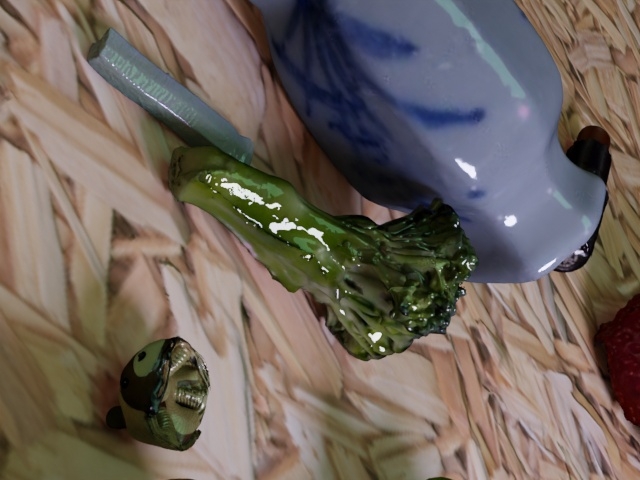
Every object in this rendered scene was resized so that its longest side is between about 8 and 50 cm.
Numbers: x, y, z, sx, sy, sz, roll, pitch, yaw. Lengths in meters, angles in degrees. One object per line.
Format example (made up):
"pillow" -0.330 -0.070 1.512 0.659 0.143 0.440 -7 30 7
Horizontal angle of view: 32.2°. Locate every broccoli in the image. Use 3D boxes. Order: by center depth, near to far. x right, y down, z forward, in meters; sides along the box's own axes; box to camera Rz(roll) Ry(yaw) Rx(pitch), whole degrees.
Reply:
"broccoli" -0.002 -0.004 0.987 0.304 0.165 0.145 26 61 -30

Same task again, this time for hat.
"hat" -0.123 0.115 0.826 0.076 0.059 0.077 48 44 -51

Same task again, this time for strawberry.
"strawberry" 0.507 0.175 1.463 0.274 0.220 0.274 22 58 -40

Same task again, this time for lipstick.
"lipstick" 0.348 -0.066 1.487 0.081 0.081 0.299 56 36 -18

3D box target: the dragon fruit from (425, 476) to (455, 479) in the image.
"dragon fruit" 0.110 0.353 0.948 0.268 0.130 0.295 3 72 -51

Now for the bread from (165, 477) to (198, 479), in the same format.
"bread" -0.071 0.232 0.752 0.251 0.174 0.133 50 38 -18

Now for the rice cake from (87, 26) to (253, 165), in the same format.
"rice cake" -0.124 -0.118 0.952 0.180 0.030 0.042 38 52 -36

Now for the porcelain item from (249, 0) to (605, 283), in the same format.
"porcelain item" 0.098 -0.150 1.077 0.178 0.243 0.405 -47 112 -23
